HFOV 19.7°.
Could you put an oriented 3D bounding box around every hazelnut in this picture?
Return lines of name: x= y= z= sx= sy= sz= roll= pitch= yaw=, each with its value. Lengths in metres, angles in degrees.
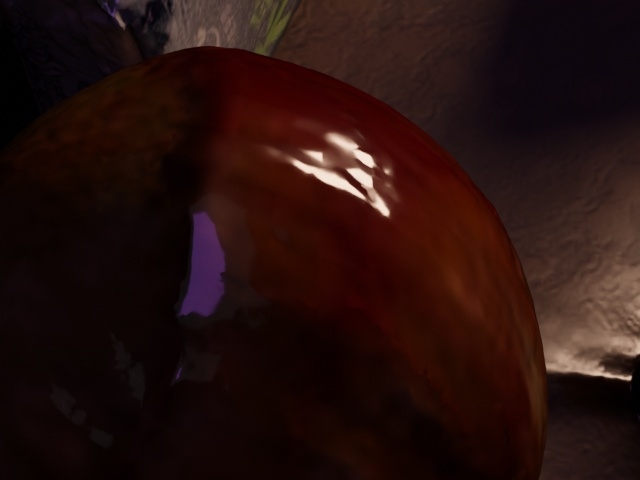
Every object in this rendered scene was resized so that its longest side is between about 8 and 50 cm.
hazelnut: x=-0.063 y=0.100 z=1.079 sx=0.420 sy=0.352 sz=0.421 roll=-3 pitch=96 yaw=-28

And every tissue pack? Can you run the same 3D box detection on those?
tissue pack: x=-0.067 y=-0.248 z=1.253 sx=0.124 sy=0.288 sz=0.394 roll=21 pitch=68 yaw=13

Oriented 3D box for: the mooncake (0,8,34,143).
mooncake: x=-0.357 y=-0.196 z=1.279 sx=0.356 sy=0.194 sz=0.356 roll=0 pitch=68 yaw=-1
